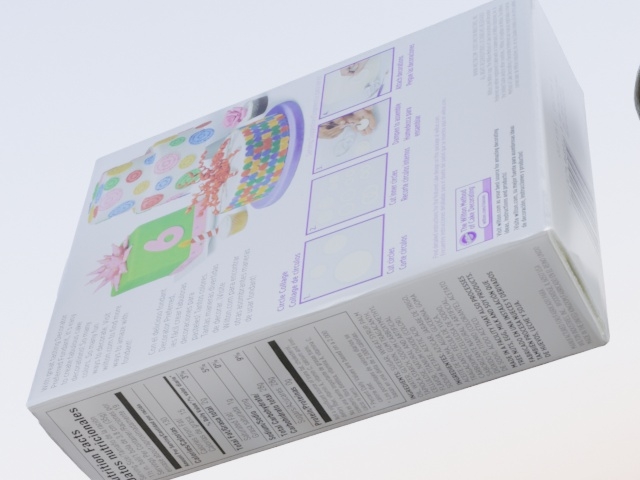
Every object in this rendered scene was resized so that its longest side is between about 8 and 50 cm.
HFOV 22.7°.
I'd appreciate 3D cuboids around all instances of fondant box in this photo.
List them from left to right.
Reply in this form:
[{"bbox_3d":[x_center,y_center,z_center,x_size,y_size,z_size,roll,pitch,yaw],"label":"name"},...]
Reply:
[{"bbox_3d":[0.000,0.000,0.975,0.330,0.238,0.096,-19,-54,20],"label":"fondant box"}]

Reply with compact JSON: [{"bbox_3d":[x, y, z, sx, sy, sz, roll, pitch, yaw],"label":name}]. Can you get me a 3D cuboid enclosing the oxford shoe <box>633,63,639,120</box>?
[{"bbox_3d":[0.280,-0.151,0.904,0.130,0.169,0.449,-47,-12,-16],"label":"oxford shoe"}]
